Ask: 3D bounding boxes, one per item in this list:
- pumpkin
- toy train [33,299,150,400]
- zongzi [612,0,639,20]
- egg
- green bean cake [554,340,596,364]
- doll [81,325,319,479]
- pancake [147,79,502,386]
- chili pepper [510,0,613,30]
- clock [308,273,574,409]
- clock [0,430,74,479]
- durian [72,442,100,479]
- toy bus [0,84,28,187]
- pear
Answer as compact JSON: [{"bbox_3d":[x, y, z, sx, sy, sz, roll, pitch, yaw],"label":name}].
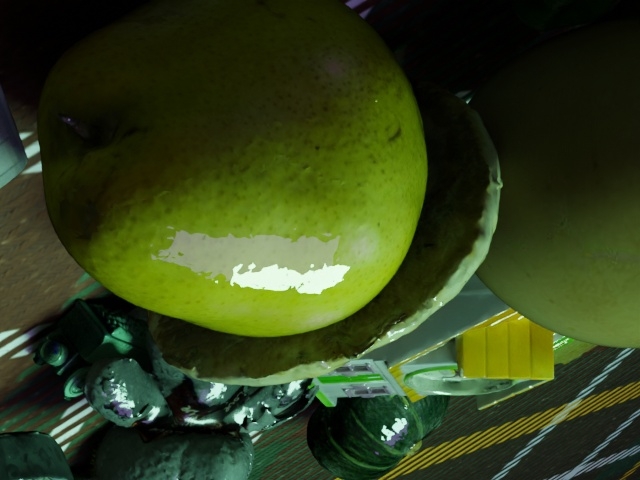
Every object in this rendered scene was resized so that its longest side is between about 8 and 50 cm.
[{"bbox_3d":[0.076,0.223,2.118,0.211,0.152,0.212,-46,166,-15],"label":"pumpkin"},{"bbox_3d":[-0.220,0.116,1.628,0.099,0.070,0.172,-44,155,5],"label":"toy train"},{"bbox_3d":[0.301,-0.141,1.669,0.418,0.181,0.447,-28,156,2],"label":"zongzi"},{"bbox_3d":[0.276,-0.050,1.475,0.301,0.301,0.374,-17,-176,-34],"label":"egg"},{"bbox_3d":[0.333,0.070,2.175,0.233,0.124,0.236,-25,156,-15],"label":"green bean cake"},{"bbox_3d":[-0.121,0.172,1.602,0.245,0.158,0.340,4,130,-35],"label":"doll"},{"bbox_3d":[-0.001,-0.001,1.406,0.356,0.356,0.065,-33,123,-1],"label":"pancake"},{"bbox_3d":[0.200,-0.267,1.377,0.136,0.099,0.270,-55,153,-11],"label":"chili pepper"},{"bbox_3d":[0.130,0.092,1.749,0.309,0.166,0.235,-5,160,12],"label":"clock"},{"bbox_3d":[-0.418,0.329,1.799,0.312,0.061,0.313,-27,156,-13],"label":"clock"},{"bbox_3d":[-0.194,0.295,1.894,0.146,0.159,0.198,-8,148,-46],"label":"durian"},{"bbox_3d":[-0.273,-0.110,1.083,0.106,0.092,0.268,-36,158,-15],"label":"toy bus"},{"bbox_3d":[-0.059,-0.059,1.194,0.285,0.285,0.336,-39,-179,15],"label":"pear"}]
